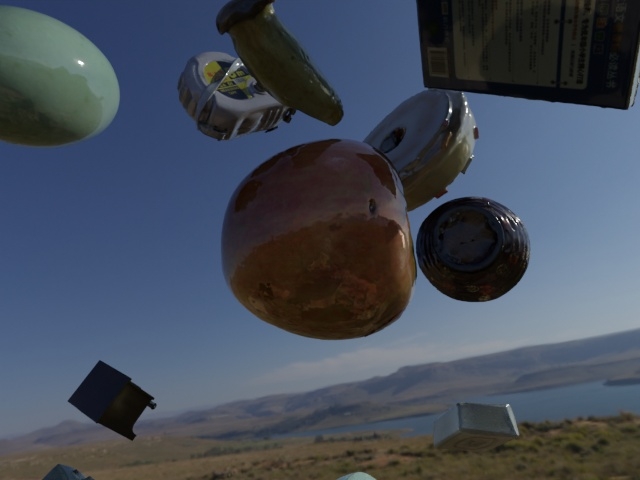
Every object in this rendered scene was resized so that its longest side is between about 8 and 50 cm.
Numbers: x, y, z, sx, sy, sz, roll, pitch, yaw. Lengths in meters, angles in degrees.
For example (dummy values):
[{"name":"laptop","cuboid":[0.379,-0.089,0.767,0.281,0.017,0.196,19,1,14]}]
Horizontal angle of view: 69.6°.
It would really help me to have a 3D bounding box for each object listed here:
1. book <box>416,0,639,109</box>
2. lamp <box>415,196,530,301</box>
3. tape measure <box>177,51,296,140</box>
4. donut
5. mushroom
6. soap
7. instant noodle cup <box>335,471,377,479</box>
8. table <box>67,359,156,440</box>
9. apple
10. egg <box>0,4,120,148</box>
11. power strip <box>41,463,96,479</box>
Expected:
[{"name":"book","cuboid":[0.357,-0.407,0.843,0.039,0.428,0.300,-37,-49,-27]},{"name":"lamp","cuboid":[0.331,0.019,1.014,0.247,0.247,0.247,-9,-19,-3]},{"name":"tape measure","cuboid":[-0.196,-0.308,0.973,0.236,0.197,0.120,-32,-11,-41]},{"name":"donut","cuboid":[0.226,-0.215,1.168,0.142,0.382,0.382,40,-44,-23]},{"name":"mushroom","cuboid":[-0.059,-0.303,0.828,0.107,0.087,0.333,-23,-27,17]},{"name":"soap","cuboid":[0.317,0.391,0.961,0.121,0.064,0.183,5,-34,-2]},{"name":"instant noodle cup","cuboid":[-0.022,0.557,0.696,0.308,0.294,0.294,-36,-28,20]},{"name":"table","cuboid":[-0.304,0.239,0.686,0.083,0.070,0.082,11,-34,35]},{"name":"apple","cuboid":[0.000,0.000,0.869,0.346,0.391,0.391,-8,-18,14]},{"name":"egg","cuboid":[-0.605,-0.332,0.963,0.276,0.276,0.389,-17,-2,21]},{"name":"power strip","cuboid":[-0.497,0.489,0.750,0.272,0.052,0.078,-46,-38,-22]}]
